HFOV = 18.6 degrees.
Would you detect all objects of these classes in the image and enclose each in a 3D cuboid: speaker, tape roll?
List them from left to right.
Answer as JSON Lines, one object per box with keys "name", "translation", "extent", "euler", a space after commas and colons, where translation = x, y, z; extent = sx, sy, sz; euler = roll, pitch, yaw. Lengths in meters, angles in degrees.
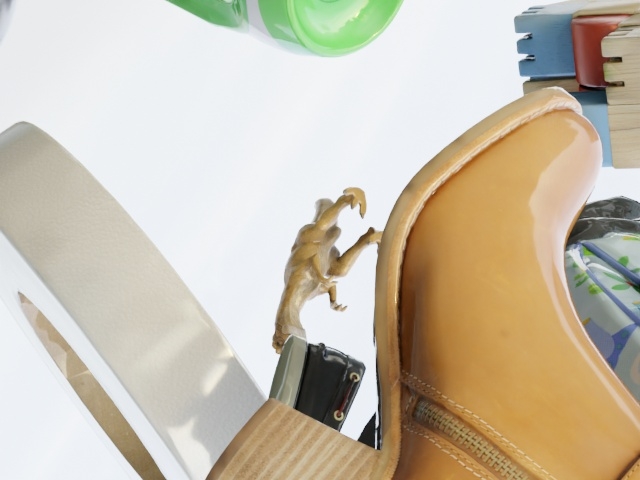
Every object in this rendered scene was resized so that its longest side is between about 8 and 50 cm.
{"name": "tape roll", "translation": [-0.123, 0.095, 1.348], "extent": [0.072, 0.392, 0.392], "euler": [-37, -165, -14]}
{"name": "speaker", "translation": [-0.072, -0.223, 1.354], "extent": [0.296, 0.131, 0.131], "euler": [31, -98, 43]}

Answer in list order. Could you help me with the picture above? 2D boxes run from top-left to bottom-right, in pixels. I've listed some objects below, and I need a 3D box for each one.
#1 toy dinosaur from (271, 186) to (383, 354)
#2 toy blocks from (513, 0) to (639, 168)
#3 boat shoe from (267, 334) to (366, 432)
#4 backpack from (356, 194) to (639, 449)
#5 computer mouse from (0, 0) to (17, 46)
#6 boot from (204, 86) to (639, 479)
{"name": "toy dinosaur", "translation": [0.000, 0.000, 1.514], "extent": [0.112, 0.064, 0.211], "euler": [-29, -154, 33]}
{"name": "toy blocks", "translation": [0.274, -0.139, 1.514], "extent": [0.261, 0.190, 0.381], "euler": [-1, -163, 25]}
{"name": "boat shoe", "translation": [-0.013, 0.111, 0.888], "extent": [0.049, 0.042, 0.133], "euler": [145, -38, -73]}
{"name": "backpack", "translation": [0.170, 0.162, 0.960], "extent": [0.355, 0.273, 0.290], "euler": [42, -80, 36]}
{"name": "computer mouse", "translation": [-0.126, -0.133, 0.583], "extent": [0.262, 0.060, 0.184], "euler": [-142, -134, -76]}
{"name": "boot", "translation": [0.107, 0.075, 0.793], "extent": [0.283, 0.220, 0.109], "euler": [-50, 155, -33]}
